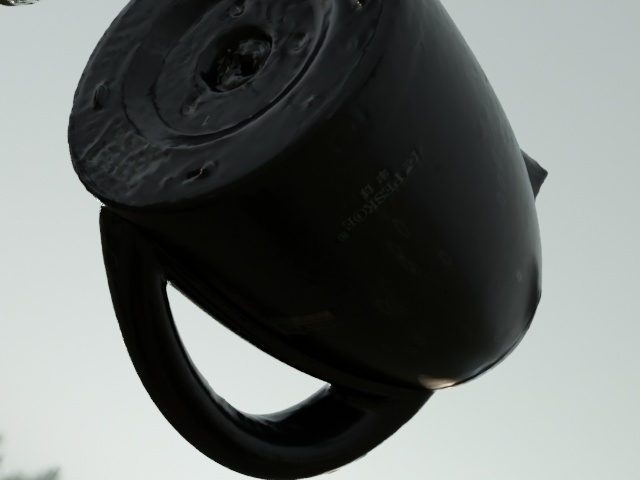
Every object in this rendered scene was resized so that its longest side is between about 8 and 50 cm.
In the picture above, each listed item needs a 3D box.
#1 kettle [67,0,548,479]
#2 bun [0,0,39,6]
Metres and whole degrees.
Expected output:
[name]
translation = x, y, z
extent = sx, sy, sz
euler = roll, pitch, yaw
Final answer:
[kettle]
translation = 0.000, 0.000, 1.082
extent = 0.207, 0.268, 0.290
euler = 35, -11, 47
[bun]
translation = -0.294, -0.402, 1.785
extent = 0.211, 0.360, 0.359
euler = 21, -6, -27
